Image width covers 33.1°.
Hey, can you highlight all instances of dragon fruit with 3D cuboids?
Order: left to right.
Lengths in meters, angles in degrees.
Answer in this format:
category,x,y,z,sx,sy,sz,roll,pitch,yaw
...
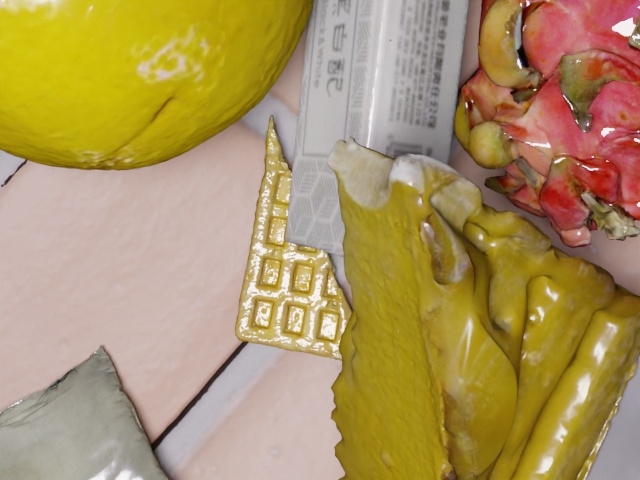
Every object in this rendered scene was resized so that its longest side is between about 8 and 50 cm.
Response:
category,x,y,z,sx,sy,sz,roll,pitch,yaw
dragon fruit,0.215,-0.139,0.766,0.269,0.250,0.291,42,76,4

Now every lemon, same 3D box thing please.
category,x,y,z,sx,sy,sz,roll,pitch,yaw
lemon,-0.171,-0.211,0.779,0.348,0.348,0.347,0,87,5

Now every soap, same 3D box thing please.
category,x,y,z,sx,sy,sz,roll,pitch,yaw
soap,0.060,0.138,0.750,0.169,0.304,0.338,23,88,49

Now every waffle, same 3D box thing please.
category,x,y,z,sx,sy,sz,roll,pitch,yaw
waffle,0.000,0.000,0.899,0.125,0.032,0.190,11,89,7

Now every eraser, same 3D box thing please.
category,x,y,z,sx,sy,sz,roll,pitch,yaw
eraser,0.052,-0.187,0.841,0.096,0.098,0.403,9,93,50

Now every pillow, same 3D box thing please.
category,x,y,z,sx,sy,sz,roll,pitch,yaw
pillow,-0.248,0.202,0.895,0.230,0.050,0.148,-29,72,2

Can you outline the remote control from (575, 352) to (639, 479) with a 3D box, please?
category,x,y,z,sx,sy,sz,roll,pitch,yaw
remote control,0.309,0.172,0.825,0.221,0.103,0.332,27,90,13
